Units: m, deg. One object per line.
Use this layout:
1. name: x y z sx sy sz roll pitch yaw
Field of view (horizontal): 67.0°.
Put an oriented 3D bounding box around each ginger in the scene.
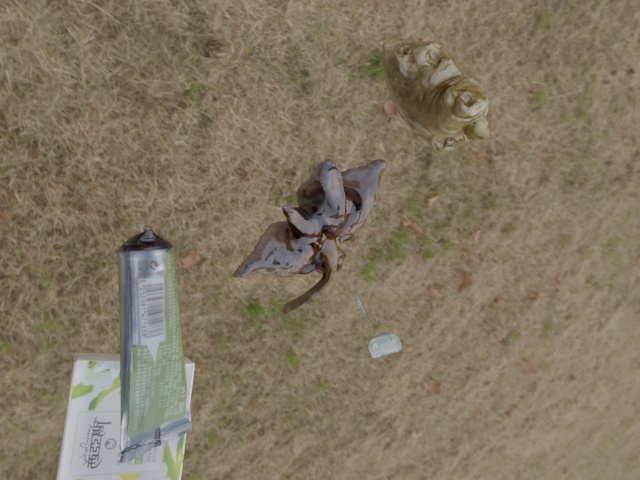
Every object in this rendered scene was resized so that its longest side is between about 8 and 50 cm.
1. ginger: 0.109 -0.149 0.490 0.074 0.137 0.213 -46 178 18

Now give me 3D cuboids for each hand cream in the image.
1. hand cream: -0.181 0.105 0.512 0.086 0.055 0.236 -8 98 -49

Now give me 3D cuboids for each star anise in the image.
1. star anise: -0.002 -0.002 0.837 0.350 0.109 0.292 -49 147 10

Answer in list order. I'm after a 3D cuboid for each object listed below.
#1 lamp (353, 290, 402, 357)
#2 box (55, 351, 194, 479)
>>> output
1. lamp: 0.102 0.150 0.924 0.056 0.198 0.050 -26 114 4
2. box: -0.336 0.329 0.830 0.194 0.111 0.261 8 85 -27
